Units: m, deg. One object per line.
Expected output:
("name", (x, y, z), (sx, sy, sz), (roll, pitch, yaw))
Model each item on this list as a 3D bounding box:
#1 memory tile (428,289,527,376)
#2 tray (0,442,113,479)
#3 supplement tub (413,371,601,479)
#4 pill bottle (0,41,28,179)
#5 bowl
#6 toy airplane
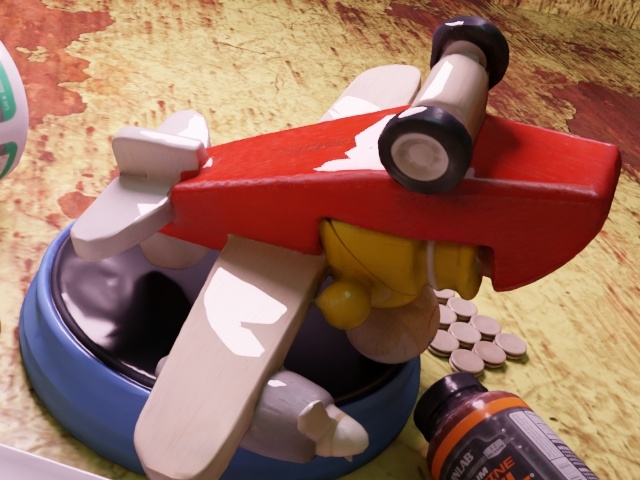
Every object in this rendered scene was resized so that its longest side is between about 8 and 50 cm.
("memory tile", (0.147, 0.096, 0.963), (0.113, 0.012, 0.148), (-14, 41, -40))
("tray", (-0.239, 0.202, 0.591), (0.270, 0.030, 0.145), (17, 29, 4))
("supplement tub", (0.158, 0.197, 0.706), (0.106, 0.106, 0.198), (-6, 35, -32))
("pill bottle", (-0.483, -0.103, 0.822), (0.204, 0.204, 0.361), (28, 32, 21))
("bowl", (-0.086, 0.070, 0.837), (0.391, 0.077, 0.391), (12, 30, -7))
("toy airplane", (0.000, 0.000, 0.711), (0.386, 0.272, 0.384), (-33, 32, -6))
